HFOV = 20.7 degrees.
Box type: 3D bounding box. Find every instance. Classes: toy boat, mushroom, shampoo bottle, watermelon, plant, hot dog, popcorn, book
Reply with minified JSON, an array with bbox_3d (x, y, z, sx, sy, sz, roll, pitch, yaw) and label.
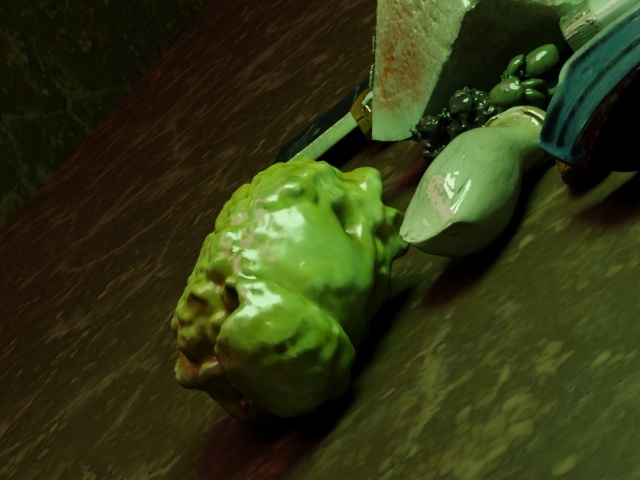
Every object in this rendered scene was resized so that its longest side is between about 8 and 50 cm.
[{"bbox_3d":[0.301,-0.156,1.414,0.309,0.129,0.142,-36,26,23],"label":"toy boat"},{"bbox_3d":[0.144,-0.051,1.595,0.212,0.088,0.097,-49,-17,-47],"label":"mushroom"},{"bbox_3d":[0.347,-0.266,1.763,0.227,0.056,0.086,-35,10,21],"label":"shampoo bottle"},{"bbox_3d":[0.159,-0.244,1.897,0.310,0.232,0.193,-30,45,-11],"label":"watermelon"},{"bbox_3d":[0.177,-0.134,1.786,0.174,0.085,0.087,-34,40,8],"label":"plant"},{"bbox_3d":[0.232,-0.077,1.543,0.058,0.035,0.083,-37,15,14],"label":"hot dog"},{"bbox_3d":[-0.040,0.057,1.603,0.225,0.173,0.286,-48,16,47],"label":"popcorn"},{"bbox_3d":[0.083,-0.202,2.257,0.374,0.028,0.262,-38,7,11],"label":"book"}]

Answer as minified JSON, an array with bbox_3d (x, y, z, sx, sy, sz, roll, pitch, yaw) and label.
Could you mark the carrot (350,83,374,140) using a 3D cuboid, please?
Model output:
[{"bbox_3d":[0.150,-0.212,2.084,0.260,0.070,0.070,-37,15,9],"label":"carrot"}]
